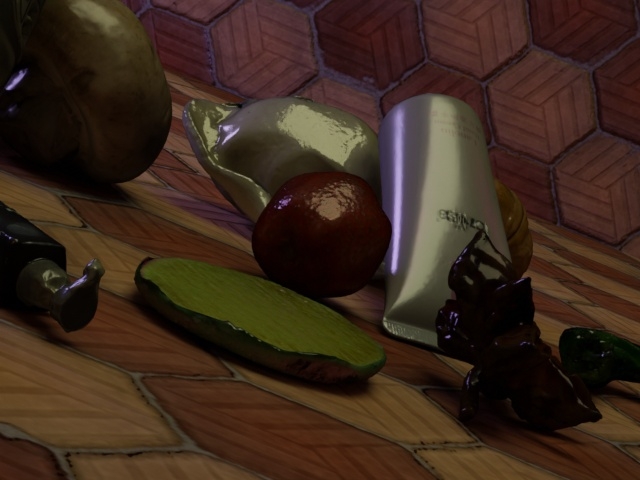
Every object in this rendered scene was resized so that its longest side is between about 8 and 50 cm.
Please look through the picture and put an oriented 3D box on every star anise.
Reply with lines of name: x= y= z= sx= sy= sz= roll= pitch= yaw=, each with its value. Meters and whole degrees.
star anise: x=0.164 y=0.096 z=1.514 sx=0.212 sy=0.111 sz=0.196 roll=46 pitch=17 yaw=-57

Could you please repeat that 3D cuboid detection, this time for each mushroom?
mushroom: x=-0.273 y=-0.169 z=1.863 sx=0.255 sy=0.184 sz=0.255 roll=33 pitch=-20 yaw=14

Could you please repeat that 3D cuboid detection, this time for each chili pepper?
chili pepper: x=0.311 y=0.136 z=1.830 sx=0.122 sy=0.065 sz=0.279 roll=23 pitch=3 yaw=35

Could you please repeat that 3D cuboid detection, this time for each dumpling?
dumpling: x=-0.019 y=-0.050 z=2.006 sx=0.318 sy=0.187 sz=0.243 roll=10 pitch=51 yaw=-16

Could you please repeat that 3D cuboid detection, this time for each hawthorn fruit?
hawthorn fruit: x=0.000 y=0.000 z=1.700 sx=0.133 sy=0.133 sz=0.138 roll=27 pitch=31 yaw=30

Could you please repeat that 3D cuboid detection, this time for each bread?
bread: x=-0.051 y=0.068 z=1.432 sx=0.228 sy=0.033 sz=0.228 roll=20 pitch=9 yaw=-3

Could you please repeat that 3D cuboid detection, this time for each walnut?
walnut: x=0.174 y=-0.014 z=2.112 sx=0.165 sy=0.165 sz=0.197 roll=17 pitch=12 yaw=-31

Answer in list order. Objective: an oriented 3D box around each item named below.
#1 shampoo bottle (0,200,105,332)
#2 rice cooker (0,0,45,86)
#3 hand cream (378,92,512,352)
shampoo bottle: x=-0.227 y=0.009 z=1.252 sx=0.057 sy=0.063 sz=0.207 roll=2 pitch=20 yaw=-42
rice cooker: x=-0.393 y=-0.301 z=1.690 sx=0.288 sy=0.277 sz=0.288 roll=15 pitch=-24 yaw=7
hand cream: x=0.134 y=-0.010 z=1.833 sx=0.185 sy=0.118 sz=0.359 roll=20 pitch=40 yaw=-23
